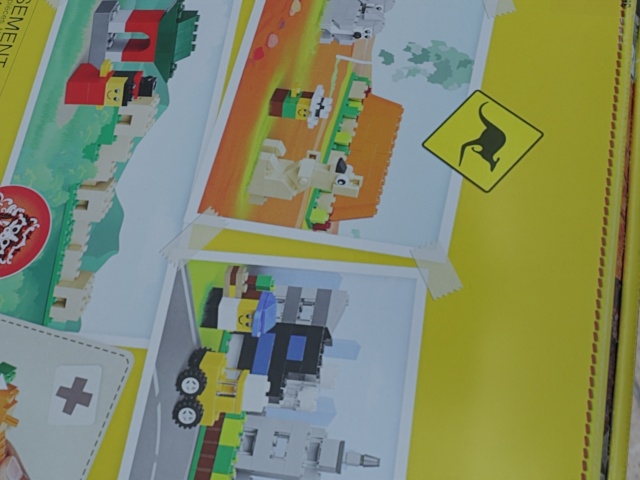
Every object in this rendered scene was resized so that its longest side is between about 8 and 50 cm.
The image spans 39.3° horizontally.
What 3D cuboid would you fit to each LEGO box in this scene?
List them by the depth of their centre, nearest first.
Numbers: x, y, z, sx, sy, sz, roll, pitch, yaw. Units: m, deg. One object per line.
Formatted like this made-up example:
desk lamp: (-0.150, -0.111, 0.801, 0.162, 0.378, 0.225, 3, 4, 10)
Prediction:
LEGO box: (-0.031, 0.023, 0.489, 0.373, 0.193, 0.499, 7, 67, 13)
